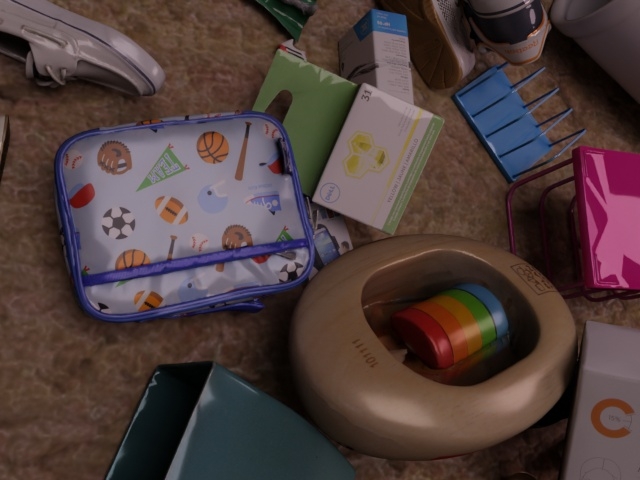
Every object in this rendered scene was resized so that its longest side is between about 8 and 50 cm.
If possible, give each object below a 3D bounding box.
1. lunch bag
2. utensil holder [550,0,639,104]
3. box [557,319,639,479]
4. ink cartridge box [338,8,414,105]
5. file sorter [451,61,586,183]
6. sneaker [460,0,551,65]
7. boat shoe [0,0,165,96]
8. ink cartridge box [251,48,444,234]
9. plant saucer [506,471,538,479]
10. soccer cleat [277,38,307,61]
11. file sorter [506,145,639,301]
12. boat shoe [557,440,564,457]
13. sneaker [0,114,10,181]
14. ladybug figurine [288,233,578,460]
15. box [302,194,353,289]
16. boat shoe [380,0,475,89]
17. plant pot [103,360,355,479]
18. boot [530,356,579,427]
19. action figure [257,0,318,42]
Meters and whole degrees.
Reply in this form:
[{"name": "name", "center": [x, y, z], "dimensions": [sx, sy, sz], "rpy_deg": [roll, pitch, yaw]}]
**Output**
[{"name": "lunch bag", "center": [-0.153, -0.023, 0.922], "dimensions": [0.303, 0.115, 0.243], "rpy_deg": [-9, 85, -21]}, {"name": "utensil holder", "center": [0.646, -0.362, 1.309], "dimensions": [0.385, 0.328, 0.327], "rpy_deg": [40, 63, -15]}, {"name": "box", "center": [0.416, 0.304, 0.978], "dimensions": [0.168, 0.215, 0.345], "rpy_deg": [-38, 135, -65]}, {"name": "ink cartridge box", "center": [0.079, -0.224, 1.108], "dimensions": [0.060, 0.104, 0.180], "rpy_deg": [4, 75, -26]}, {"name": "file sorter", "center": [0.320, -0.203, 1.225], "dimensions": [0.118, 0.104, 0.170], "rpy_deg": [-37, 95, -30]}, {"name": "sneaker", "center": [0.280, -0.373, 1.209], "dimensions": [0.321, 0.126, 0.127], "rpy_deg": [-80, 147, -54]}, {"name": "boat shoe", "center": [-0.320, -0.227, 0.915], "dimensions": [0.268, 0.096, 0.088], "rpy_deg": [27, 70, -17]}, {"name": "ink cartridge box", "center": [0.021, -0.130, 1.019], "dimensions": [0.235, 0.056, 0.171], "rpy_deg": [23, 97, -9]}, {"name": "plant saucer", "center": [0.287, 0.376, 1.110], "dimensions": [0.083, 0.015, 0.083], "rpy_deg": [7, 74, -26]}, {"name": "soccer cleat", "center": [-0.028, -0.251, 1.106], "dimensions": [0.035, 0.029, 0.083], "rpy_deg": [-42, 93, -25]}, {"name": "file sorter", "center": [0.461, -0.008, 1.202], "dimensions": [0.291, 0.182, 0.202], "rpy_deg": [4, 76, -25]}, {"name": "boat shoe", "center": [0.455, 0.314, 1.176], "dimensions": [0.219, 0.078, 0.070], "rpy_deg": [-10, 81, -30]}, {"name": "sneaker", "center": [-0.404, -0.057, 0.850], "dimensions": [0.086, 0.064, 0.192], "rpy_deg": [10, 72, -17]}, {"name": "ladybug figurine", "center": [0.143, 0.137, 0.978], "dimensions": [0.449, 0.162, 0.305], "rpy_deg": [-14, 52, -38]}, {"name": "box", "center": [0.000, 0.000, 1.055], "dimensions": [0.081, 0.028, 0.136], "rpy_deg": [-14, 85, -29]}, {"name": "boat shoe", "center": [0.162, -0.375, 1.198], "dimensions": [0.096, 0.098, 0.277], "rpy_deg": [-37, 109, -41]}, {"name": "plant pot", "center": [-0.089, 0.262, 0.870], "dimensions": [0.234, 0.166, 0.165], "rpy_deg": [32, 65, -24]}, {"name": "boot", "center": [0.419, 0.204, 1.112], "dimensions": [0.247, 0.207, 0.094], "rpy_deg": [-9, 81, -28]}, {"name": "action figure", "center": [-0.102, -0.398, 1.090], "dimensions": [0.232, 0.063, 0.137], "rpy_deg": [27, 68, -16]}]
